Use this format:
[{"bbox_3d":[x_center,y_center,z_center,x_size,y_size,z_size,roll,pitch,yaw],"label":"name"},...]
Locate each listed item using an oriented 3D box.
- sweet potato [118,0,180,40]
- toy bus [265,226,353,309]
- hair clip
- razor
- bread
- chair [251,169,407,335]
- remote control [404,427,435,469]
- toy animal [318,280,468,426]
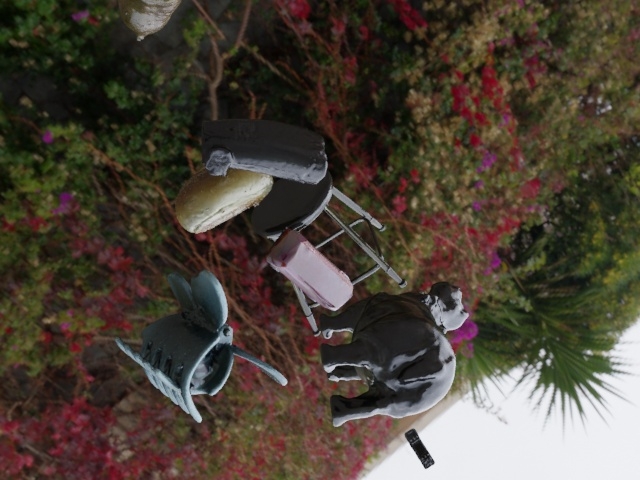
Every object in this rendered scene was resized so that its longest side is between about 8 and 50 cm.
[{"bbox_3d":[-0.422,-0.608,1.737,0.158,0.158,0.370,-52,-166,-19],"label":"sweet potato"},{"bbox_3d":[-0.027,0.095,2.134,0.127,0.303,0.147,-51,-148,-7],"label":"toy bus"},{"bbox_3d":[-0.326,0.267,1.771,0.238,0.392,0.318,-44,-146,-22],"label":"hair clip"},{"bbox_3d":[-0.147,-0.237,1.831,0.189,0.327,0.107,-101,-157,-47],"label":"razor"},{"bbox_3d":[-0.288,-0.142,2.077,0.306,0.158,0.305,-29,176,-2],"label":"bread"},{"bbox_3d":[0.000,0.000,2.352,0.362,0.410,0.364,-31,-147,12],"label":"chair"},{"bbox_3d":[0.231,0.491,1.667,0.039,0.096,0.014,-17,156,-41],"label":"remote control"},{"bbox_3d":[0.088,0.115,0.871,0.168,0.106,0.343,-8,-172,15],"label":"toy animal"}]
